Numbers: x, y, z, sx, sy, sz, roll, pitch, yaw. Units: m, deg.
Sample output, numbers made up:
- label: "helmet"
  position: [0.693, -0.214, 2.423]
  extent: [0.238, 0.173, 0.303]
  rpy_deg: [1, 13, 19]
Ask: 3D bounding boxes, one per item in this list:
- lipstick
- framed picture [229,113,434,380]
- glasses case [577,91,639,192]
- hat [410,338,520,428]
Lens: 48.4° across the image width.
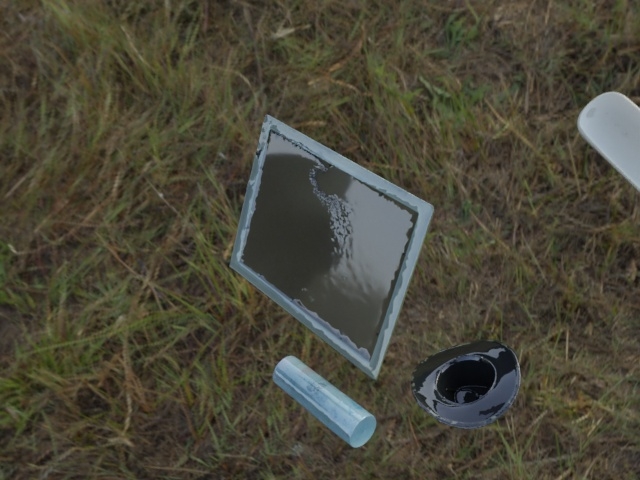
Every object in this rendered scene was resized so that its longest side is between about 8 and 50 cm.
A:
- label: "lipstick"
  position: [0.002, 0.208, 0.933]
  extent: [0.158, 0.048, 0.048]
  rpy_deg: [29, 74, 41]
- label: "framed picture"
  position: [0.000, 0.000, 0.822]
  extent: [0.273, 0.016, 0.217]
  rpy_deg: [35, 120, 36]
- label: "glasses case"
  position: [0.177, -0.047, 0.389]
  extent: [0.032, 0.021, 0.083]
  rpy_deg: [-45, 69, 16]
- label: "hat"
  position: [0.154, 0.153, 0.736]
  extent: [0.121, 0.050, 0.121]
  rpy_deg: [-20, 33, 14]
